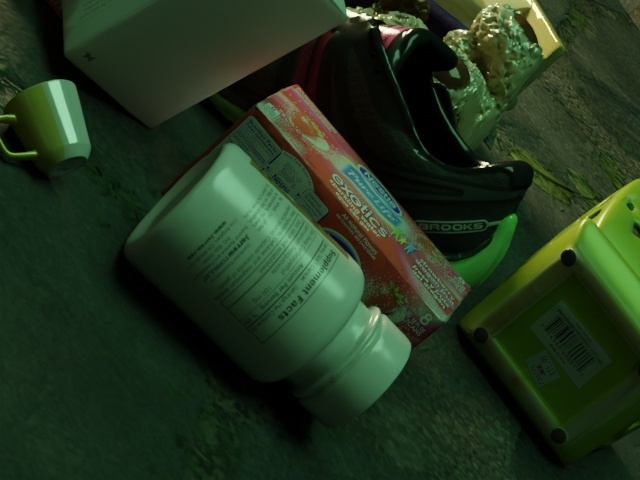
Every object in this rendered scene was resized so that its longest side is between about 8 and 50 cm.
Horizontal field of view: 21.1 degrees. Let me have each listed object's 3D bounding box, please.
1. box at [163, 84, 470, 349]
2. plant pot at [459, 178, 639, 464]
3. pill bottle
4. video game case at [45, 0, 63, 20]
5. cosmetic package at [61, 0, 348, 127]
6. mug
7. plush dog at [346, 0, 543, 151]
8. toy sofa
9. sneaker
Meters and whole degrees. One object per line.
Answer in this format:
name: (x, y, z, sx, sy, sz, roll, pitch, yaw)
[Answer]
box: (0.000, 0.000, 1.553, 0.257, 0.128, 0.122, 49, 23, 1)
plant pot: (0.301, 0.095, 1.844, 0.228, 0.227, 0.207, 54, 29, 10)
pill bottle: (-0.039, 0.041, 1.412, 0.229, 0.131, 0.131, 45, 23, -11)
video game case: (-0.295, -0.336, 1.675, 0.285, 0.025, 0.204, 48, 22, -4)
cosmetic package: (-0.113, -0.262, 1.574, 0.138, 0.224, 0.225, 42, 30, -44)
mug: (-0.223, -0.084, 1.388, 0.062, 0.078, 0.064, 90, -24, -74)
plush dog: (0.099, -0.193, 2.010, 0.225, 0.211, 0.262, 37, 38, 16)
toy sofa: (0.127, -0.306, 2.190, 0.362, 0.177, 0.150, 32, 23, -36)
sneaker: (0.026, -0.160, 1.721, 0.483, 0.202, 0.185, 44, 22, 13)
